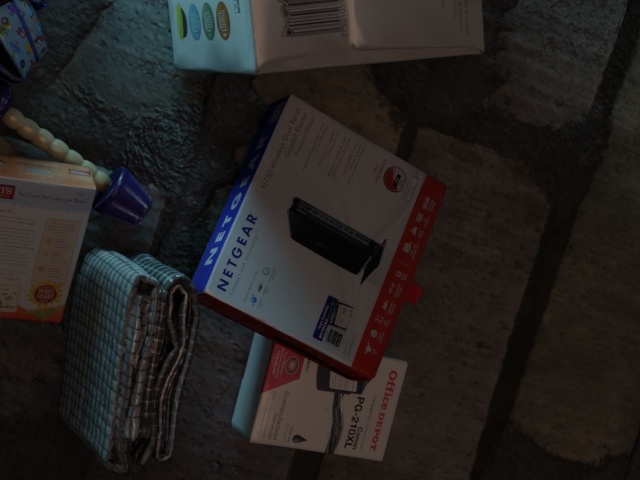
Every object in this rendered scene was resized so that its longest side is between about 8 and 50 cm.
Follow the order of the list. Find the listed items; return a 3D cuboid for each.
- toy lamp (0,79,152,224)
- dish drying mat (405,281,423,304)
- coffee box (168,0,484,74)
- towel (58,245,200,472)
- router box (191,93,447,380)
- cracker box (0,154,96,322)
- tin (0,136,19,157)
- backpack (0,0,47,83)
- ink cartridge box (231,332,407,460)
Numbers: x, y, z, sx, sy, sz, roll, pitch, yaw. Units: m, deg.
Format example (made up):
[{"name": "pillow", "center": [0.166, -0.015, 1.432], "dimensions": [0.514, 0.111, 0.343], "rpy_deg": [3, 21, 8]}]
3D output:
[{"name": "toy lamp", "center": [-0.359, -0.118, 1.746], "dimensions": [0.275, 0.080, 0.080], "rpy_deg": [39, 84, -22]}, {"name": "dish drying mat", "center": [0.131, 0.072, 2.023], "dimensions": [0.083, 0.008, 0.032], "rpy_deg": [34, 85, -23]}, {"name": "coffee box", "center": [-0.012, -0.411, 1.692], "dimensions": [0.338, 0.334, 0.337], "rpy_deg": [-9, 102, -23]}, {"name": "towel", "center": [-0.268, 0.163, 1.751], "dimensions": [0.121, 0.235, 0.283], "rpy_deg": [4, 99, -29]}, {"name": "router box", "center": [0.000, 0.000, 1.856], "dimensions": [0.301, 0.082, 0.335], "rpy_deg": [28, 72, -21]}, {"name": "cracker box", "center": [-0.415, -0.001, 1.704], "dimensions": [0.156, 0.067, 0.232], "rpy_deg": [8, 121, -24]}, {"name": "tin", "center": [-0.496, -0.124, 1.681], "dimensions": [0.190, 0.040, 0.106], "rpy_deg": [39, 123, -24]}, {"name": "backpack", "center": [-0.424, -0.300, 1.635], "dimensions": [0.117, 0.158, 0.173], "rpy_deg": [-38, 106, -19]}, {"name": "ink cartridge box", "center": [0.000, 0.242, 1.948], "dimensions": [0.237, 0.100, 0.172], "rpy_deg": [13, 94, -24]}]
